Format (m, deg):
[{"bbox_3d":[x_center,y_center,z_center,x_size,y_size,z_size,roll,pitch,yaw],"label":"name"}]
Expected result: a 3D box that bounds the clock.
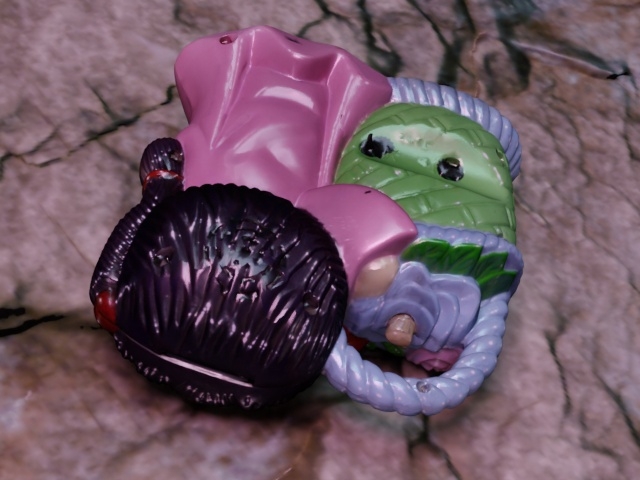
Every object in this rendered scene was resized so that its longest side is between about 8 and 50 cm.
[{"bbox_3d":[0.000,0.000,0.875,0.194,0.100,0.195,18,45,-1],"label":"clock"}]
